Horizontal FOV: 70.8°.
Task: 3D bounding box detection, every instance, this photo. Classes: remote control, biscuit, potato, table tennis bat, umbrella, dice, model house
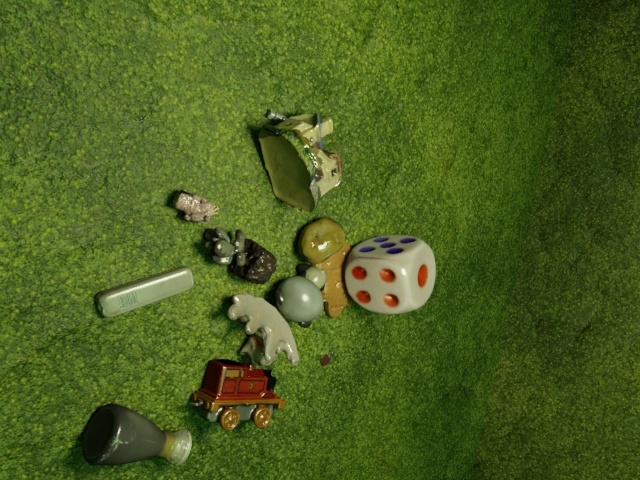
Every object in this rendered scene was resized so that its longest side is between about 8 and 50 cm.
[{"bbox_3d":[-0.555,0.163,1.451,0.309,0.038,0.090,-20,110,-36],"label":"remote control"},{"bbox_3d":[0.071,0.157,1.965,0.275,0.052,0.355,-24,115,-34],"label":"biscuit"},{"bbox_3d":[0.000,-0.002,1.806,0.200,0.154,0.137,-40,144,-18],"label":"potato"},{"bbox_3d":[0.032,0.533,2.038,0.083,0.007,0.050,-40,121,-25],"label":"table tennis bat"},{"bbox_3d":[-0.116,-0.441,1.683,0.188,0.046,0.050,14,45,-41],"label":"umbrella"},{"bbox_3d":[0.306,0.140,1.951,0.304,0.304,0.277,-34,121,-49],"label":"dice"},{"bbox_3d":[-0.036,-0.299,1.627,0.266,0.261,0.321,-39,136,-30],"label":"model house"}]

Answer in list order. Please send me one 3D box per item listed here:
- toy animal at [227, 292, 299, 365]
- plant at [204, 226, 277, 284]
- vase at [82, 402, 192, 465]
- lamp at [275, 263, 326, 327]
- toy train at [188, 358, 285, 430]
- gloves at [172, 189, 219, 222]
[{"bbox_3d":[-0.255,0.337,1.673,0.307,0.188,0.266,17,60,-44],"label":"toy animal"},{"bbox_3d":[-0.282,0.049,1.583,0.274,0.146,0.149,36,79,-38],"label":"plant"},{"bbox_3d":[-0.579,0.652,1.462,0.321,0.173,0.173,41,73,-43],"label":"vase"},{"bbox_3d":[-0.068,0.209,1.767,0.244,0.197,0.198,-57,132,-44],"label":"lamp"},{"bbox_3d":[-0.309,0.565,1.668,0.369,0.163,0.232,16,80,-40],"label":"toy train"},{"bbox_3d":[-0.414,-0.106,1.477,0.144,0.110,0.094,31,86,-10],"label":"gloves"}]
